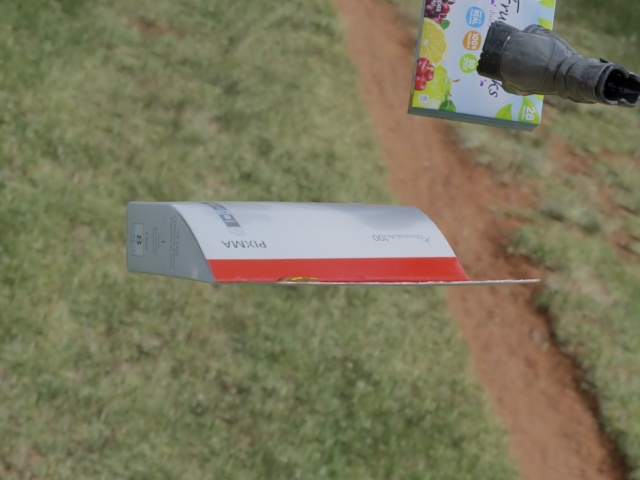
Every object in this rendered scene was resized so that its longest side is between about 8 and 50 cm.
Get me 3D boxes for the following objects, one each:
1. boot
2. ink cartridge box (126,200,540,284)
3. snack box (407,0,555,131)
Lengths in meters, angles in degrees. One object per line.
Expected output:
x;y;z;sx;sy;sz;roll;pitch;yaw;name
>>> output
0.280;-0.178;1.533;0.161;0.083;0.246;22;13;21;boot
0.000;0.000;1.494;0.308;0.091;0.385;0;0;-28;ink cartridge box
0.216;-0.261;1.860;0.174;0.207;0.070;9;-4;-1;snack box
